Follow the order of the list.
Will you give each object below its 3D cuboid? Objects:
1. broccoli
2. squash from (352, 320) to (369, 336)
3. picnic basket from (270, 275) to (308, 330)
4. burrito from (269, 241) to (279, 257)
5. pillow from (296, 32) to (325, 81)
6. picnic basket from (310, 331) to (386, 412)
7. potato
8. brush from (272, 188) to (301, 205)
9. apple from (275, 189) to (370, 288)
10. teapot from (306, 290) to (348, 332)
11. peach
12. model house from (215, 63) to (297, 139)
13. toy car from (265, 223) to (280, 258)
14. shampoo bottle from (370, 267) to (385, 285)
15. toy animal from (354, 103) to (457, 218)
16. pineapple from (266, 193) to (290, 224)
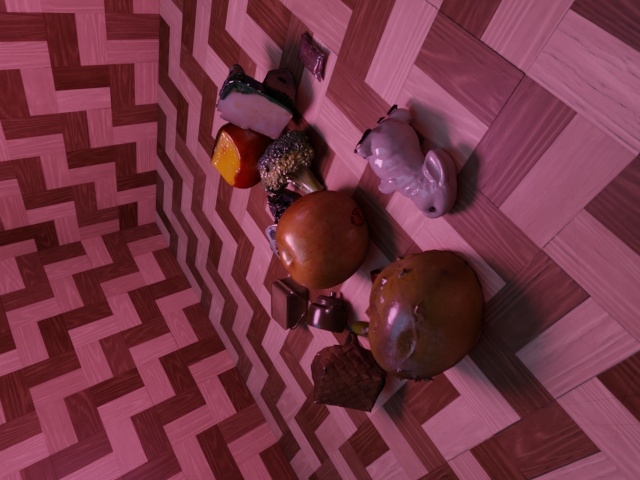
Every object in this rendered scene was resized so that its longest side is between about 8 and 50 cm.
[{"bbox_3d":[-0.153,-0.298,1.938,0.375,0.249,0.302,-43,67,48],"label":"broccoli"},{"bbox_3d":[0.218,0.390,1.919,0.201,0.066,0.066,-1,105,49],"label":"squash"},{"bbox_3d":[-0.167,0.334,2.365,0.165,0.139,0.266,33,131,43],"label":"picnic basket"},{"bbox_3d":[-0.181,0.002,2.274,0.144,0.089,0.229,45,142,11],"label":"burrito"},{"bbox_3d":[-0.041,-0.726,1.749,0.185,0.043,0.118,51,144,27],"label":"pillow"},{"bbox_3d":[0.124,0.563,1.989,0.337,0.337,0.293,38,125,39],"label":"picnic basket"},{"bbox_3d":[0.302,0.261,1.463,0.385,0.319,0.442,23,120,34],"label":"potato"},{"bbox_3d":[-0.168,-0.185,2.183,0.197,0.059,0.123,29,130,45],"label":"brush"},{"bbox_3d":[0.000,0.000,1.784,0.391,0.346,0.391,39,141,40],"label":"apple"},{"bbox_3d":[0.038,0.325,2.060,0.268,0.186,0.175,154,133,-83],"label":"teapot"},{"bbox_3d":[-0.344,-0.414,2.075,0.242,0.380,0.306,43,110,9],"label":"peach"},{"bbox_3d":[-0.264,-0.637,1.892,0.243,0.298,0.284,-44,31,48],"label":"model house"},{"bbox_3d":[-0.168,0.019,1.936,0.095,0.056,0.205,-8,117,34],"label":"toy car"},{"bbox_3d":[0.277,0.265,1.757,0.118,0.076,0.314,-2,104,47],"label":"shampoo bottle"},{"bbox_3d":[0.297,-0.239,1.415,0.357,0.194,0.258,40,114,15],"label":"toy animal"},{"bbox_3d":[-0.149,-0.057,2.013,0.202,0.202,0.362,26,154,47],"label":"pineapple"}]
